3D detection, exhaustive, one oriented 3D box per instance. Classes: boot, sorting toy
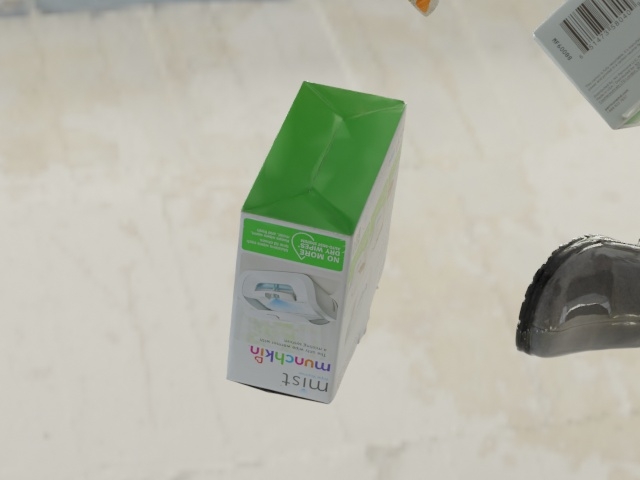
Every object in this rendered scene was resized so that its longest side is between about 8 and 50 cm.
[{"bbox_3d":[0.372,0.077,1.951,0.223,0.118,0.338,27,-150,36],"label":"boot"},{"bbox_3d":[0.141,-0.352,2.515,0.045,0.075,0.083,27,-148,-45],"label":"sorting toy"}]

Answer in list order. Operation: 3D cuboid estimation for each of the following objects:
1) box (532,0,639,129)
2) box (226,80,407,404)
[{"bbox_3d":[0.237,-0.152,1.441,0.102,0.101,0.087,52,-157,11],"label":"box"},{"bbox_3d":[0.000,0.000,2.045,0.127,0.231,0.262,13,-141,8],"label":"box"}]
